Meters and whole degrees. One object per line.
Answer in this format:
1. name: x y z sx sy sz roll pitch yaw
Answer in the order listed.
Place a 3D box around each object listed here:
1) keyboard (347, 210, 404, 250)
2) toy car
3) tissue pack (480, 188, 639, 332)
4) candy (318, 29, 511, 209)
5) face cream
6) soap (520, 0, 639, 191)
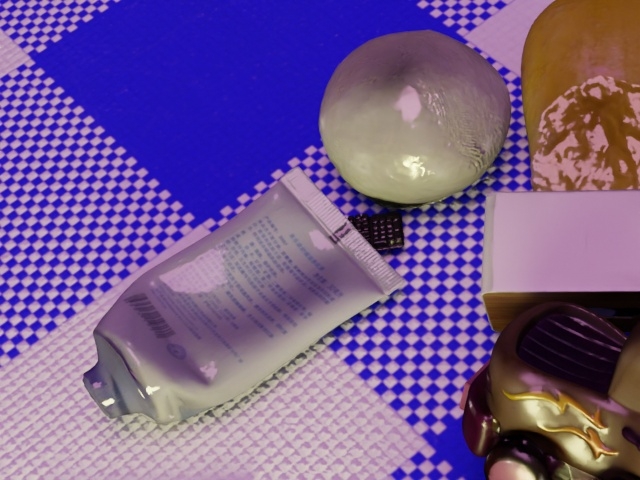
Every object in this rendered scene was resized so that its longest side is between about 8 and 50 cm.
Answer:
1. keyboard: 0.000 -0.001 1.943 0.231 0.023 0.072 -9 40 6
2. toy car: 0.332 0.166 1.551 0.340 0.240 0.271 21 32 23
3. tissue pack: 0.329 0.027 1.743 0.246 0.159 0.136 -1 69 13
4. candy: 0.128 -0.182 1.962 0.295 0.185 0.295 -9 53 13
5. face cream: -0.123 0.087 1.842 0.420 0.137 0.235 -35 64 -17
6. soap: 0.432 -0.211 1.956 0.306 0.115 0.427 -5 51 13
